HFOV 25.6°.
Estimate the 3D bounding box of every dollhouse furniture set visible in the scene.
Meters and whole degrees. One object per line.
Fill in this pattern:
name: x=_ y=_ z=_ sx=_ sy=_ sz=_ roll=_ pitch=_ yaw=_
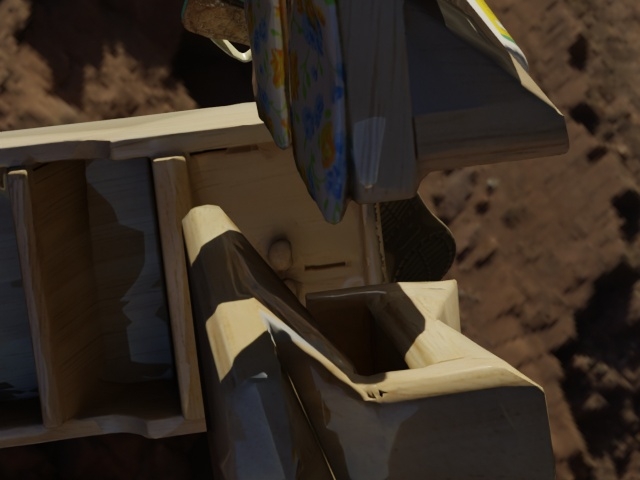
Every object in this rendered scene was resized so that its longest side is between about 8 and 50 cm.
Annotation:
dollhouse furniture set: x=-0.074 y=0.053 z=0.561 sx=0.256 sy=0.362 sz=0.394 roll=-8 pitch=14 yaw=-7

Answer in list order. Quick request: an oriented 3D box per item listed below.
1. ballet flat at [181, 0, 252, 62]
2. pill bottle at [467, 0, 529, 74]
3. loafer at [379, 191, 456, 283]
ballet flat: x=-0.040 y=-0.187 z=1.291 sx=0.067 sy=0.206 sz=0.073 roll=-49 pitch=36 yaw=29
pill bottle: x=0.122 y=-0.219 z=1.478 sx=0.117 sy=0.117 sz=0.208 roll=-40 pitch=51 yaw=14
loafer: x=0.041 y=-0.008 z=0.840 sx=0.056 sy=0.148 sz=0.050 roll=-40 pitch=60 yaw=-8
